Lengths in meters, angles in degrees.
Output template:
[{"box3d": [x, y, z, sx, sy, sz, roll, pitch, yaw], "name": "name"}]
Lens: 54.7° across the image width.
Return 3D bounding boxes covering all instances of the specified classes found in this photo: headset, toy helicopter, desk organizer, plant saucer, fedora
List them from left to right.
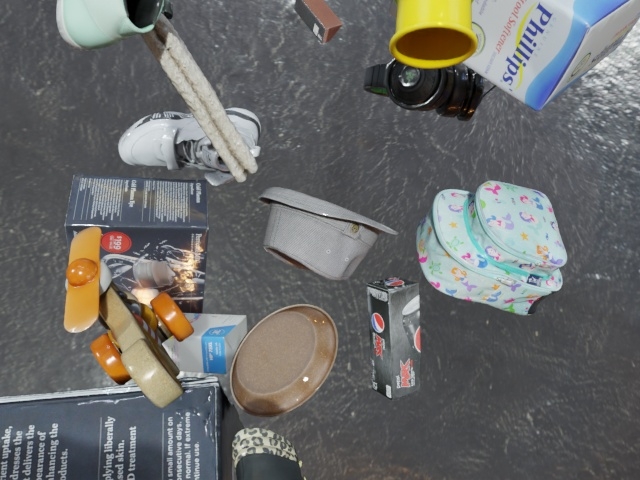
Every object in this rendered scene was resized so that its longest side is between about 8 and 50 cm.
[{"box3d": [-0.260, 0.113, 0.834, 0.140, 0.355, 0.235, -36, 114, -15], "name": "toy helicopter"}, {"box3d": [-0.061, 0.185, 0.982, 0.036, 0.198, 0.199, 31, 116, 49], "name": "plant saucer"}, {"box3d": [-0.005, -0.524, 1.445, 0.130, 0.050, 0.047, 56, 154, 21], "name": "desk organizer"}, {"box3d": [0.000, 0.000, 1.130, 0.243, 0.275, 0.124, 16, 86, 41], "name": "fedora"}, {"box3d": [0.264, -0.359, 1.320, 0.394, 0.243, 0.185, 21, 105, 53], "name": "headset"}]

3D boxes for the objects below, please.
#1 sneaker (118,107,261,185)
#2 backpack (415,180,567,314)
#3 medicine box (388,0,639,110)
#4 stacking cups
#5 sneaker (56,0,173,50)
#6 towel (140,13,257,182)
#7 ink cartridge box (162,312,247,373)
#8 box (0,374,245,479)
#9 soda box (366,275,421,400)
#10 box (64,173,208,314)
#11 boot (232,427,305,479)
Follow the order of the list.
[{"box3d": [-0.321, -0.229, 1.530, 0.365, 0.210, 0.137, -10, 122, -7], "name": "sneaker"}, {"box3d": [0.312, 0.006, 1.151, 0.253, 0.225, 0.191, 10, 139, -9], "name": "backpack"}, {"box3d": [0.303, -0.370, 0.920, 0.289, 0.263, 0.149, 40, 146, 19], "name": "medicine box"}, {"box3d": [0.123, -0.359, 0.694, 0.096, 0.096, 0.316, -3, 78, 17], "name": "stacking cups"}, {"box3d": [-0.234, -0.356, 0.717, 0.151, 0.094, 0.256, 6, 100, 34], "name": "sneaker"}, {"box3d": [-0.186, -0.226, 0.903, 0.049, 0.187, 0.282, -33, 128, -3], "name": "towel"}, {"box3d": [-0.276, 0.202, 1.246, 0.230, 0.134, 0.078, 1, 102, 12], "name": "ink cartridge box"}, {"box3d": [-0.355, 0.405, 0.909, 0.471, 0.480, 0.298, -3, 66, -3], "name": "box"}, {"box3d": [0.109, 0.142, 0.906, 0.053, 0.060, 0.169, 17, 114, 57], "name": "soda box"}, {"box3d": [-0.442, 0.024, 1.532, 0.312, 0.179, 0.343, 0, 136, -14], "name": "box"}, {"box3d": [-0.017, 0.338, 0.730, 0.085, 0.179, 0.236, -37, 124, 16], "name": "boot"}]
